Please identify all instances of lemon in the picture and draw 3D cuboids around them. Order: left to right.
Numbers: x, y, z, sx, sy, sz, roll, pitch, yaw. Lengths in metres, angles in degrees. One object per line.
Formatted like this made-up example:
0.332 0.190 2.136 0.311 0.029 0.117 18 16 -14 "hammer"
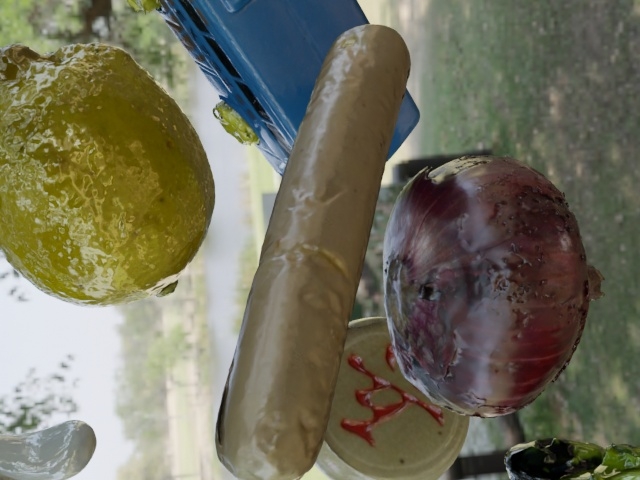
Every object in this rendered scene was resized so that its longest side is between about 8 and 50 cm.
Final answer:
-0.246 -0.069 1.166 0.319 0.245 0.245 60 -178 -21 "lemon"

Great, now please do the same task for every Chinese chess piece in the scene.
0.084 0.231 1.517 0.103 0.250 0.249 120 147 -62 "Chinese chess piece"

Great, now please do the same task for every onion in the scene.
0.166 0.042 1.029 0.252 0.219 0.252 -174 90 -69 "onion"

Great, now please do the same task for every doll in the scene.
-0.465 0.364 1.331 0.187 0.376 0.365 -76 -9 -54 "doll"

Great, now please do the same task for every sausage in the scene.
-0.001 -0.002 0.631 0.065 0.066 0.301 100 -177 -57 "sausage"

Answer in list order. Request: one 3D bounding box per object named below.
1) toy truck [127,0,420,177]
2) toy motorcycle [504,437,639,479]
-0.055 -0.203 1.023 0.162 0.161 0.385 33 163 48 "toy truck"
0.292 0.242 0.891 0.342 0.206 0.142 -125 30 -75 "toy motorcycle"
